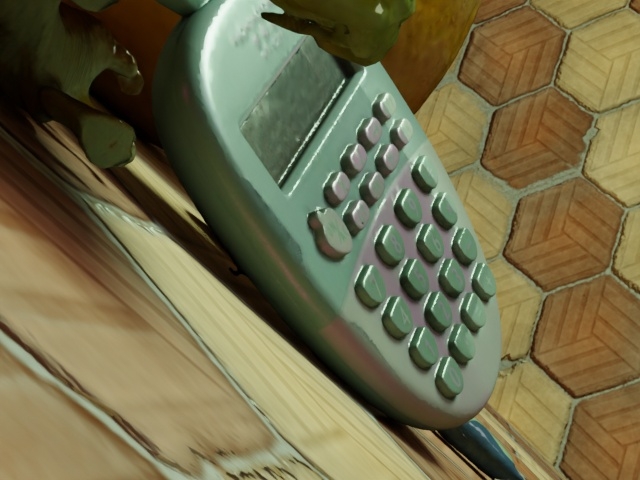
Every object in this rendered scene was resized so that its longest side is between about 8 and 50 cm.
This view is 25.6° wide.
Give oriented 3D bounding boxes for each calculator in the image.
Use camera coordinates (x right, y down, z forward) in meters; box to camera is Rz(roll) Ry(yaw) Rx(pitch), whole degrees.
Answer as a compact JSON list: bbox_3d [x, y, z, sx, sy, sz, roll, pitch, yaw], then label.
[{"bbox_3d":[0.000,-0.036,0.691,0.299,0.041,0.185,53,33,-18],"label":"calculator"}]

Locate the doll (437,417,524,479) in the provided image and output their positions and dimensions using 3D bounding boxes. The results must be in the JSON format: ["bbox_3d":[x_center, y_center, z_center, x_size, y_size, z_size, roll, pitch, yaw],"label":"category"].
[{"bbox_3d":[0.083,0.110,0.874,0.125,0.027,0.037,43,-6,-13],"label":"doll"}]

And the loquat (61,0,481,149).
[{"bbox_3d":[-0.043,-0.202,0.978,0.328,0.328,0.328,44,1,-1],"label":"loquat"}]

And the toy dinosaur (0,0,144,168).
[{"bbox_3d":[-0.123,-0.095,0.533,0.142,0.057,0.212,35,-10,41],"label":"toy dinosaur"}]

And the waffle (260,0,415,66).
[{"bbox_3d":[-0.106,-0.151,0.478,0.297,0.073,0.317,18,13,-15],"label":"waffle"}]
